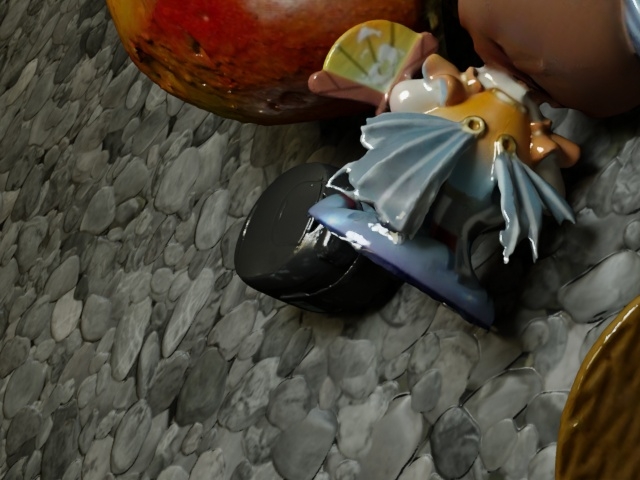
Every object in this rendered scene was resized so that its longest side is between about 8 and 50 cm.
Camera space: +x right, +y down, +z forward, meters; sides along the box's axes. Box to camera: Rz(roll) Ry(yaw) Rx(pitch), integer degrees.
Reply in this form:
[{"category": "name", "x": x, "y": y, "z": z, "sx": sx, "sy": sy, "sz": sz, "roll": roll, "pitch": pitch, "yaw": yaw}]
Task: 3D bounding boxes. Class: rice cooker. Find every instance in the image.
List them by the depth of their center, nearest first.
[{"category": "rice cooker", "x": 0.000, "y": 0.000, "z": 1.515, "sx": 0.203, "sy": 0.118, "sz": 0.142, "roll": 1, "pitch": 64, "yaw": 57}]

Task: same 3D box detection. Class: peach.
[{"category": "peach", "x": -0.024, "y": -0.277, "z": 1.555, "sx": 0.417, "sy": 0.353, "sz": 0.339, "roll": -3, "pitch": 101, "yaw": 41}]

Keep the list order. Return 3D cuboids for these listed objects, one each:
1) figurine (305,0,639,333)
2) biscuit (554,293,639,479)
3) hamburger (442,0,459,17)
[{"category": "figurine", "x": 0.162, "y": -0.135, "z": 1.288, "sx": 0.388, "sy": 0.277, "sz": 0.248, "roll": -56, "pitch": 6, "yaw": 2}, {"category": "biscuit", "x": 0.263, "y": 0.123, "z": 0.906, "sx": 0.262, "sy": 0.262, "sz": 0.037, "roll": -53, "pitch": 7, "yaw": 10}, {"category": "hamburger", "x": 0.168, "y": -0.289, "z": 1.562, "sx": 0.147, "sy": 0.083, "sz": 0.138, "roll": -53, "pitch": 27, "yaw": 7}]
